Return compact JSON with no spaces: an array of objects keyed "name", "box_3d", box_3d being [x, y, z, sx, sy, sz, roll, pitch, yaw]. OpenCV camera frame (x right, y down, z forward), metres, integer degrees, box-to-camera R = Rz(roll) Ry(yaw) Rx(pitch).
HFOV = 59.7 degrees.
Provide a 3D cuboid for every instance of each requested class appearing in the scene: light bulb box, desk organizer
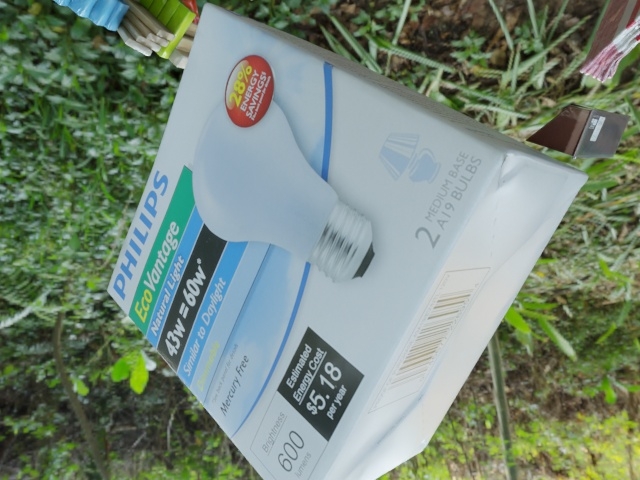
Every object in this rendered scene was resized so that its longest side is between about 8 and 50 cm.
[{"name":"light bulb box","box_3d":[0.000,0.000,0.592,0.225,0.361,0.358,1,119,-52]},{"name":"desk organizer","box_3d":[0.262,-0.113,0.563,0.050,0.047,0.130,30,-154,35]}]

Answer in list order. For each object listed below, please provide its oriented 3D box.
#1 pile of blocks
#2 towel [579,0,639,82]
[{"name":"pile of blocks","box_3d":[-0.283,-0.365,0.797,0.113,0.149,0.362,-50,146,18]},{"name":"towel","box_3d":[0.433,-0.344,0.602,0.037,0.237,0.329,33,153,-2]}]
